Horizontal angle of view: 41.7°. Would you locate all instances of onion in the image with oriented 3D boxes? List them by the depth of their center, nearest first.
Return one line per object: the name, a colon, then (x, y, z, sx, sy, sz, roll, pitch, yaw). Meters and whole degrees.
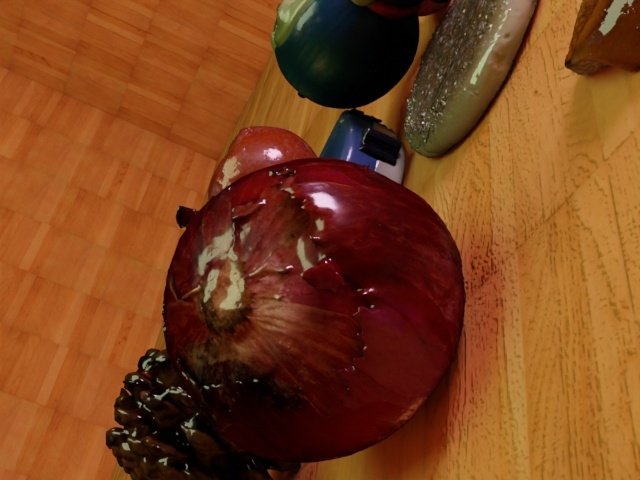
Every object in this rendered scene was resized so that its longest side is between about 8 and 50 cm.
onion: (-0.004, 0.059, 0.742, 0.276, 0.276, 0.276, -60, 14, 27)

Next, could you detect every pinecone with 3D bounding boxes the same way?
pinecone: (-0.130, 0.209, 0.974, 0.243, 0.243, 0.257, 141, 140, -64)

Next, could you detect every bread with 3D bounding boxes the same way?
bread: (0.231, -0.189, 0.646, 0.126, 0.044, 0.129, -177, 106, -78)
bread: (0.167, -0.221, 0.961, 0.267, 0.040, 0.267, -60, 14, 25)

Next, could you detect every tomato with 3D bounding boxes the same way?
tomato: (-0.088, -0.089, 1.433, 0.208, 0.184, 0.208, -57, 11, 18)

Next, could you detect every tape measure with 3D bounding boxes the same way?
tape measure: (0.000, 0.000, 1.139, 0.215, 0.098, 0.351, -101, 34, -69)

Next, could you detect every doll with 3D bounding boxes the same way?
doll: (0.054, -0.296, 1.097, 0.198, 0.186, 0.322, -40, -5, -44)

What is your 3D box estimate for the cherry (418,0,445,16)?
cherry: (0.149, -0.374, 1.198, 0.126, 0.087, 0.106, -50, -18, -68)
